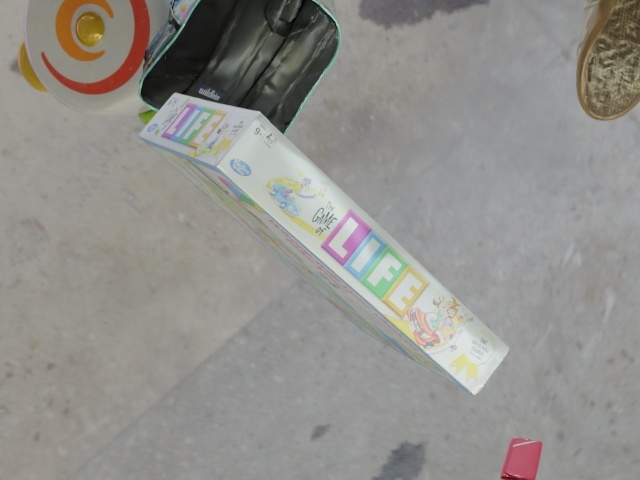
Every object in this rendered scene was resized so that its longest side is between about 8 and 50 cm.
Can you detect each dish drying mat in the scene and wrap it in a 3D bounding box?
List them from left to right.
[{"bbox_3d":[0.192,0.208,0.999,0.032,0.083,0.008,8,106,15],"label":"dish drying mat"}]

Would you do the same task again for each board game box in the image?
[{"bbox_3d":[0.000,0.000,0.451,0.154,0.103,0.026,42,82,-27],"label":"board game box"}]

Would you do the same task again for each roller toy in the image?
[{"bbox_3d":[-0.229,-0.236,1.183,0.209,0.146,0.191,23,105,16],"label":"roller toy"}]

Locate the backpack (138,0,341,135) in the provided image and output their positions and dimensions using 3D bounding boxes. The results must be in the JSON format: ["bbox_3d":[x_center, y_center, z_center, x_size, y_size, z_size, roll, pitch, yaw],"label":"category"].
[{"bbox_3d":[-0.072,-0.202,1.044,0.188,0.165,0.144,-48,27,38],"label":"backpack"}]

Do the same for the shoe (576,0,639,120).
[{"bbox_3d":[0.283,-0.214,0.973,0.076,0.219,0.058,7,36,4],"label":"shoe"}]
